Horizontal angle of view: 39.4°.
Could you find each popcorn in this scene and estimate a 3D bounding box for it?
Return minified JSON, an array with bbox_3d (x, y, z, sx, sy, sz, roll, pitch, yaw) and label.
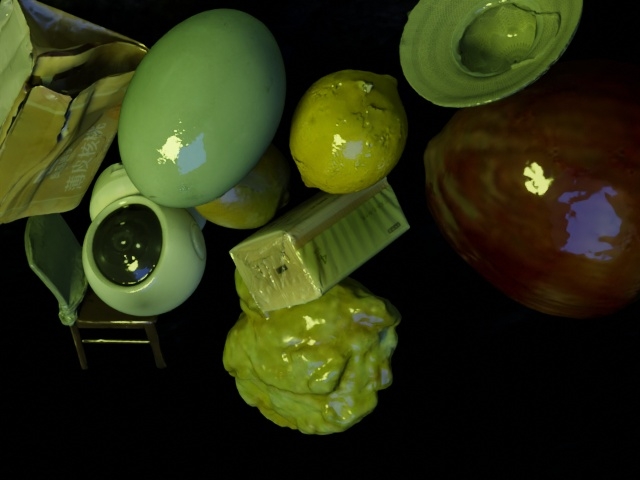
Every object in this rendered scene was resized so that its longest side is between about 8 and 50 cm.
[{"bbox_3d":[-0.035,0.190,1.600,0.292,0.293,0.334,9,120,-19],"label":"popcorn"}]

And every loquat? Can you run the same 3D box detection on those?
[{"bbox_3d":[-0.134,-0.096,1.357,0.195,0.152,0.152,20,131,-21],"label":"loquat"}]

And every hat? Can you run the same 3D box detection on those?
[{"bbox_3d":[0.237,-0.257,1.179,0.252,0.252,0.110,-27,143,21],"label":"hat"}]

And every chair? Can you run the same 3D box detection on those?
[{"bbox_3d":[-0.361,0.075,1.513,0.186,0.160,0.319,-1,139,2],"label":"chair"}]

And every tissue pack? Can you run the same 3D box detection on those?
[{"bbox_3d":[0.000,0.000,1.385,0.159,0.234,0.125,-20,101,49],"label":"tissue pack"}]

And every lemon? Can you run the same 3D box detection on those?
[{"bbox_3d":[0.038,-0.154,1.301,0.173,0.173,0.206,21,131,-28],"label":"lemon"}]

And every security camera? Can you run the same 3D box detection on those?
[{"bbox_3d":[-0.270,0.009,1.392,0.194,0.236,0.194,-3,140,-2],"label":"security camera"}]

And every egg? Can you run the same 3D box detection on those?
[{"bbox_3d":[-0.157,-0.175,1.198,0.203,0.203,0.283,28,84,-33],"label":"egg"}]

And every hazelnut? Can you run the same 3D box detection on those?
[{"bbox_3d":[0.350,-0.072,1.309,0.420,0.353,0.421,2,165,1],"label":"hazelnut"}]

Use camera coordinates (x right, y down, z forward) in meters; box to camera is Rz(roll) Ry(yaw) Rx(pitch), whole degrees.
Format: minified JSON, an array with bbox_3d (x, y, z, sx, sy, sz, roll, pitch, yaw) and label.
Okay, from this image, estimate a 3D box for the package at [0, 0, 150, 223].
[{"bbox_3d":[-0.392,-0.149,1.253,0.221,0.165,0.311,19,132,-27],"label":"package"}]
